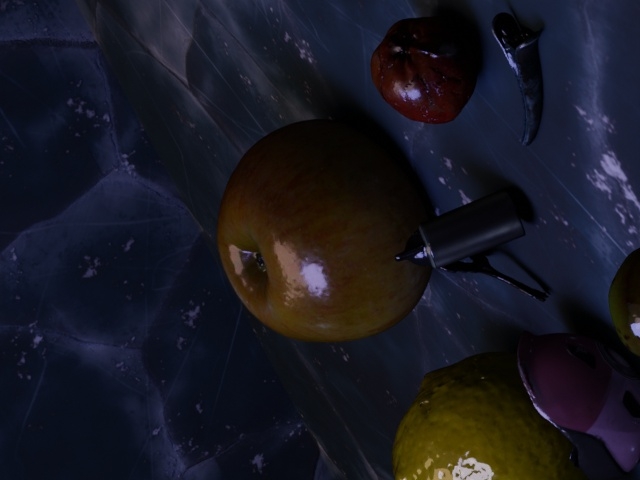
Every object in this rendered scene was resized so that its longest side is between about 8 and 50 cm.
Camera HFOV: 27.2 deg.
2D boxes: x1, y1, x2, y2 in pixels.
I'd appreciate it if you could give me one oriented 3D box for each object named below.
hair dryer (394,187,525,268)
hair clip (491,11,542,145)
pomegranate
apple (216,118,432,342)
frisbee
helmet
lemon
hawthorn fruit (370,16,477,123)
[{"bbox_3d":[0.210,-0.006,2.067,0.248,0.195,0.078,17,-128,-85],"label":"hair dryer"},{"bbox_3d":[0.268,-0.197,1.741,0.070,0.039,0.229,39,158,37],"label":"hair clip"},{"bbox_3d":[0.441,0.079,1.654,0.159,0.159,0.205,53,-171,4],"label":"pomegranate"},{"bbox_3d":[0.000,0.000,2.318,0.400,0.333,0.400,47,163,20],"label":"apple"},{"bbox_3d":[0.273,0.055,2.095,0.187,0.012,0.211,27,-165,21],"label":"frisbee"},{"bbox_3d":[0.413,0.235,1.986,0.253,0.154,0.198,66,-161,-8],"label":"helmet"},{"bbox_3d":[0.304,0.373,2.223,0.387,0.350,0.350,46,161,13],"label":"lemon"},{"bbox_3d":[0.152,-0.229,1.833,0.148,0.148,0.172,37,174,44],"label":"hawthorn fruit"}]
